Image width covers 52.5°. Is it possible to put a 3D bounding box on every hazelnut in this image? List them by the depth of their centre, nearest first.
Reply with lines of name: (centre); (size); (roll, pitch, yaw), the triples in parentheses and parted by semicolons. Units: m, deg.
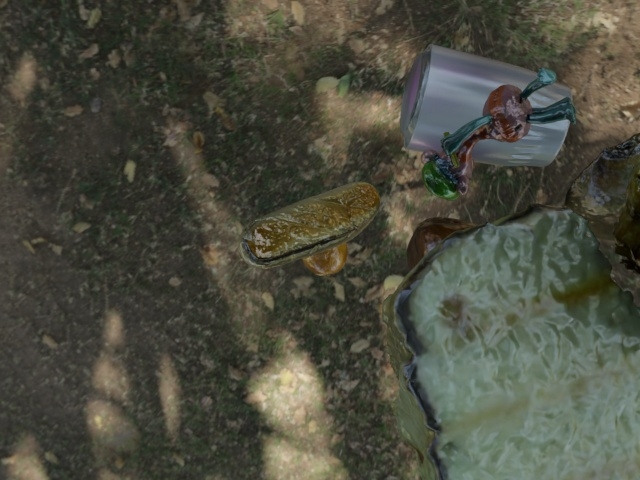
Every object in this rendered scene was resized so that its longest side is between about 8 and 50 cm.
hazelnut: (0.313, 0.037, 1.584); (0.217, 0.251, 0.217); (1, 97, 12)

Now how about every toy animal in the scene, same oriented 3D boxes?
toy animal: (0.209, -0.130, 0.807); (0.208, 0.103, 0.100); (-31, 72, 35)

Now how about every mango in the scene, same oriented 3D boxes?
mango: (0.000, 0.007, 1.341); (0.089, 0.165, 0.115); (-2, 117, -21)

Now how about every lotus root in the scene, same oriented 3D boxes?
lotus root: (0.589, -0.081, 1.234); (0.210, 0.314, 0.142); (-33, 66, 4)

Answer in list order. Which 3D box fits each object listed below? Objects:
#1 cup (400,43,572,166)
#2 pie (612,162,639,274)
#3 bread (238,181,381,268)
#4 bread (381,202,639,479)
cup: (0.387, -0.312, 1.566); (0.372, 0.253, 0.253); (12, 112, 0)
pie: (0.457, -0.046, 0.481); (0.418, 0.180, 0.395); (-7, 144, -5)
bread: (-0.011, -0.015, 0.812); (0.073, 0.214, 0.053); (57, 147, 14)
bread: (0.190, 0.180, 0.655); (0.239, 0.264, 0.395); (-14, 84, -3)
